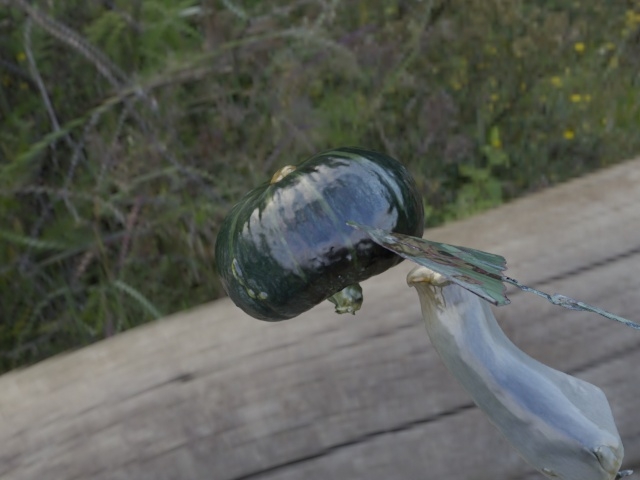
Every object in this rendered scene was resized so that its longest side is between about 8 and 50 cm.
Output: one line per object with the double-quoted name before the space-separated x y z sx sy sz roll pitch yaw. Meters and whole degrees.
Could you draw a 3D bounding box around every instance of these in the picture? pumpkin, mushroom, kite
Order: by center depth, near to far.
"kite" 0.135 0.030 1.104 0.250 0.012 0.229 18 11 2
"mushroom" 0.178 0.125 1.342 0.096 0.099 0.278 -45 96 -1
"pumpkin" 0.001 -0.002 1.409 0.211 0.211 0.152 -42 97 -24
